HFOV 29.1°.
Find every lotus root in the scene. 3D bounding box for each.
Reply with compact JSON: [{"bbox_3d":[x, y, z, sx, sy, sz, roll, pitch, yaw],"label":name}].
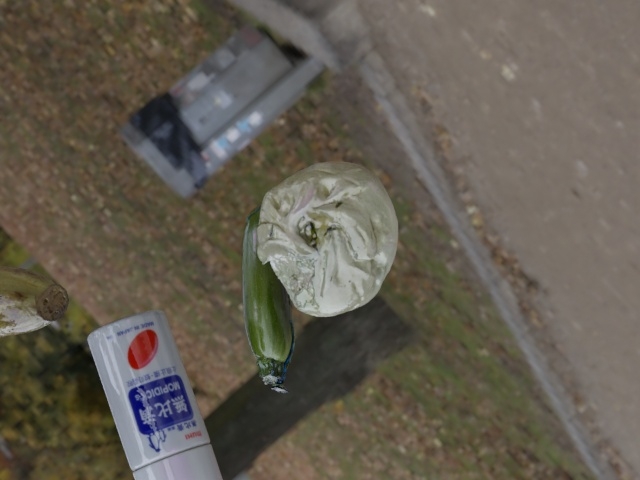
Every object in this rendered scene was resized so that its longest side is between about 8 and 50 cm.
[{"bbox_3d":[-0.435,0.075,1.509,0.259,0.110,0.097,6,126,16],"label":"lotus root"}]

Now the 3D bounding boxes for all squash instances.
[{"bbox_3d":[-0.084,0.087,1.970,0.087,0.087,0.331,60,-157,-61],"label":"squash"}]

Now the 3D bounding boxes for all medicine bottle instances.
[{"bbox_3d":[-0.246,0.286,1.902,0.130,0.130,0.340,83,167,-80],"label":"medicine bottle"}]

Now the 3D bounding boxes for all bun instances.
[{"bbox_3d":[0.000,0.000,1.768,0.210,0.237,0.116,21,-161,25],"label":"bun"}]
